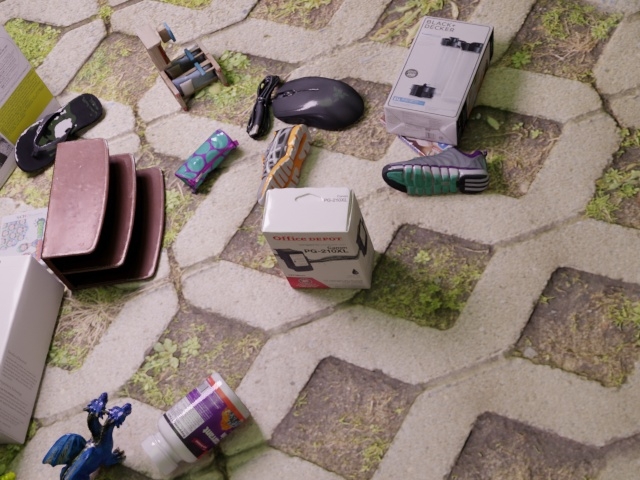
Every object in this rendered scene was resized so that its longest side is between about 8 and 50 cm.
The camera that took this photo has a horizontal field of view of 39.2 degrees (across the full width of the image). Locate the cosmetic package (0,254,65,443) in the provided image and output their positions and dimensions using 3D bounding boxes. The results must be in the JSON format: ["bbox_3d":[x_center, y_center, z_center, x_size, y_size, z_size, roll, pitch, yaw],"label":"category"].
[{"bbox_3d":[-0.686,0.224,1.861,0.197,0.155,0.365,-4,60,15],"label":"cosmetic package"}]

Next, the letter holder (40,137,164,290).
[{"bbox_3d":[-0.467,-0.066,1.980,0.214,0.152,0.301,-7,58,8],"label":"letter holder"}]

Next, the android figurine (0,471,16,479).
[{"bbox_3d":[-0.711,0.535,1.740,0.273,0.056,0.248,-25,57,0],"label":"android figurine"}]

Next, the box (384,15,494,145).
[{"bbox_3d":[0.264,-0.357,1.983,0.169,0.087,0.290,14,59,19],"label":"box"}]

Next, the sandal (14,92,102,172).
[{"bbox_3d":[-0.641,-0.270,2.176,0.097,0.054,0.254,45,76,-5],"label":"sandal"}]

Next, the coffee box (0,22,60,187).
[{"bbox_3d":[-0.904,-0.341,2.145,0.338,0.334,0.338,20,67,24],"label":"coffee box"}]

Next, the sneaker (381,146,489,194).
[{"bbox_3d":[0.242,-0.153,1.896,0.224,0.083,0.098,5,54,5],"label":"sneaker"}]

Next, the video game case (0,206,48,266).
[{"bbox_3d":[-0.673,0.000,2.070,0.143,0.019,0.157,-11,58,8],"label":"video game case"}]

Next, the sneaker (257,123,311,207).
[{"bbox_3d":[-0.093,-0.163,1.989,0.083,0.084,0.215,5,57,33],"label":"sneaker"}]

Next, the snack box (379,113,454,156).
[{"bbox_3d":[0.212,-0.235,1.978,0.064,0.022,0.178,-38,58,-11],"label":"snack box"}]

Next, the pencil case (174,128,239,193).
[{"bbox_3d":[-0.259,-0.183,2.044,0.070,0.064,0.151,26,69,43],"label":"pencil case"}]

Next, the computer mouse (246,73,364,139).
[{"bbox_3d":[-0.037,-0.319,2.064,0.272,0.072,0.188,4,60,17],"label":"computer mouse"}]

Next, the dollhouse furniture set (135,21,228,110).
[{"bbox_3d":[-0.326,-0.431,2.138,0.129,0.183,0.129,-33,58,-6],"label":"dollhouse furniture set"}]

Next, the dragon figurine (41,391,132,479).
[{"bbox_3d":[-0.459,0.417,1.692,0.085,0.144,0.289,33,72,29],"label":"dragon figurine"}]

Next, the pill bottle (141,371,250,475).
[{"bbox_3d":[-0.238,0.349,1.696,0.193,0.108,0.108,-39,58,-9],"label":"pill bottle"}]

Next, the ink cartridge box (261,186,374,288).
[{"bbox_3d":[0.000,0.000,1.765,0.172,0.237,0.100,0,60,15],"label":"ink cartridge box"}]
